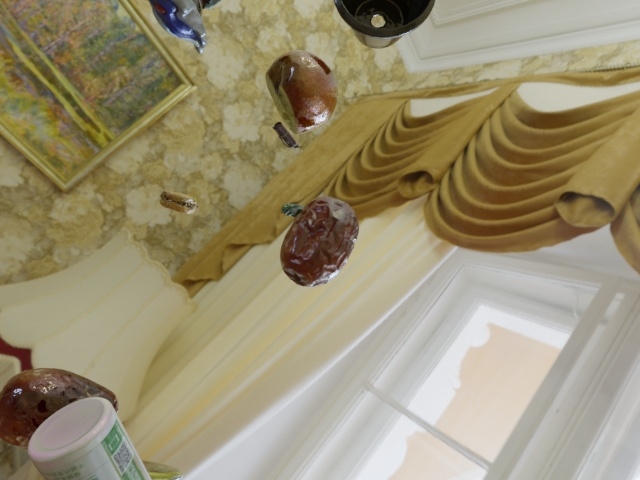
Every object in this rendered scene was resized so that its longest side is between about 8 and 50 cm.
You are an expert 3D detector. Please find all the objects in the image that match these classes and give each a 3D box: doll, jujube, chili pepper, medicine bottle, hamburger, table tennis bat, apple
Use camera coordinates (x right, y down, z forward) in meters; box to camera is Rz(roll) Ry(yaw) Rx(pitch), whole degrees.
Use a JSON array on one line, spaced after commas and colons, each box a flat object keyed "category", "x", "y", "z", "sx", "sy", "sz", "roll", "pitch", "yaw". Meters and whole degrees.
[{"category": "doll", "x": -0.195, "y": -0.322, "z": 0.573, "sx": 0.096, "sy": 0.070, "sz": 0.195, "roll": 48, "pitch": -7, "yaw": 23}, {"category": "jujube", "x": -0.772, "y": 0.495, "z": 1.285, "sx": 0.318, "sy": 0.223, "sz": 0.223, "roll": 26, "pitch": -8, "yaw": -31}, {"category": "chili pepper", "x": -0.029, "y": -0.015, "z": 1.451, "sx": 0.065, "sy": 0.122, "sz": 0.278, "roll": -119, "pitch": -174, "yaw": -65}, {"category": "medicine bottle", "x": -0.377, "y": 0.419, "z": 0.761, "sx": 0.133, "sy": 0.133, "sz": 0.274, "roll": 19, "pitch": -50, "yaw": 52}, {"category": "hamburger", "x": -0.589, "y": -0.159, "z": 1.821, "sx": 0.147, "sy": 0.083, "sz": 0.138, "roll": 18, "pitch": 5, "yaw": -2}, {"category": "jujube", "x": 0.000, "y": 0.000, "z": 1.120, "sx": 0.174, "sy": 0.250, "sz": 0.174, "roll": 23, "pitch": -34, "yaw": 16}, {"category": "table tennis bat", "x": -0.560, "y": 0.617, "z": 1.200, "sx": 0.369, "sy": 0.054, "sz": 0.224, "roll": 22, "pitch": -24, "yaw": -25}, {"category": "apple", "x": -0.044, "y": -0.353, "z": 1.024, "sx": 0.173, "sy": 0.160, "sz": 0.195, "roll": 45, "pitch": 1, "yaw": -41}]

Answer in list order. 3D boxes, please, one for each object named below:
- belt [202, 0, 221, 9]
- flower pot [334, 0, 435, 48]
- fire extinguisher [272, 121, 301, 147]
[{"category": "belt", "x": -0.288, "y": -0.647, "z": 1.057, "sx": 0.199, "sy": 0.078, "sz": 0.151, "roll": -5, "pitch": -47, "yaw": 23}, {"category": "flower pot", "x": 0.163, "y": -0.632, "z": 1.173, "sx": 0.269, "sy": 0.269, "sz": 0.166, "roll": 41, "pitch": -2, "yaw": 3}, {"category": "fire extinguisher", "x": -0.128, "y": -0.392, "z": 1.665, "sx": 0.056, "sy": 0.039, "sz": 0.132, "roll": -17, "pitch": -40, "yaw": 24}]
